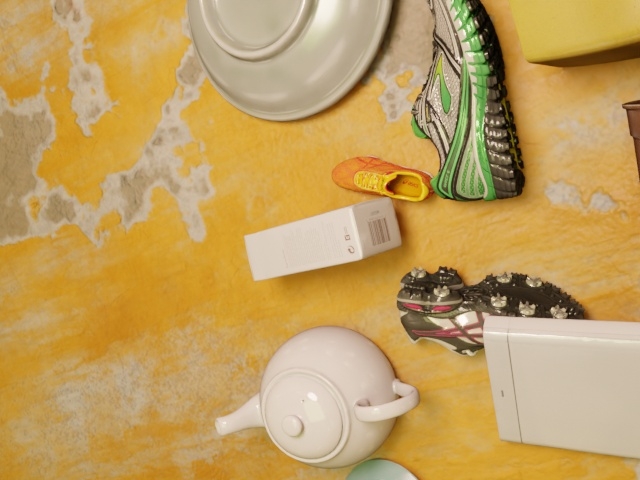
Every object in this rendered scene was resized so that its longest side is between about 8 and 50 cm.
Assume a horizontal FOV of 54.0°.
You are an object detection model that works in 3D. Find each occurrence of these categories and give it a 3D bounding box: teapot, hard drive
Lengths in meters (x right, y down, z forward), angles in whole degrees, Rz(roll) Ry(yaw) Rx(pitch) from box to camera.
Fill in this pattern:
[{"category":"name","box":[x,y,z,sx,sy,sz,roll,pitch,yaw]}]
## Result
[{"category":"teapot","box":[0.001,0.266,1.019,0.252,0.187,0.256,35,109,17]},{"category":"hard drive","box":[0.411,0.205,0.840,0.353,0.047,0.233,-1,126,25]}]

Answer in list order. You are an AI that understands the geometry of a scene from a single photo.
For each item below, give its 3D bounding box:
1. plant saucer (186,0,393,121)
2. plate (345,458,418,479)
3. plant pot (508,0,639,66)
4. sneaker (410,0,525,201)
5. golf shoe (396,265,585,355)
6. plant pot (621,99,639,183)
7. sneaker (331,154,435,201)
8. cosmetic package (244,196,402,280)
[{"category":"plant saucer","box":[-0.083,-0.393,1.001,0.400,0.100,0.400,6,102,30]},{"category":"plate","box":[0.106,0.469,1.063,0.188,0.024,0.188,-3,84,35]},{"category":"plant pot","box":[0.347,-0.320,0.778,0.187,0.212,0.212,-15,90,40]},{"category":"sneaker","box":[0.185,-0.218,0.896,0.146,0.134,0.343,-10,93,27]},{"category":"golf shoe","box":[0.250,0.114,0.945,0.273,0.105,0.120,7,122,25]},{"category":"plant pot","box":[0.467,-0.097,0.772,0.167,0.167,0.165,-4,103,26]},{"category":"sneaker","box":[0.094,-0.099,0.992,0.175,0.067,0.064,9,104,26]},{"category":"cosmetic package","box":[0.000,0.000,0.996,0.231,0.117,0.085,-12,91,39]}]
